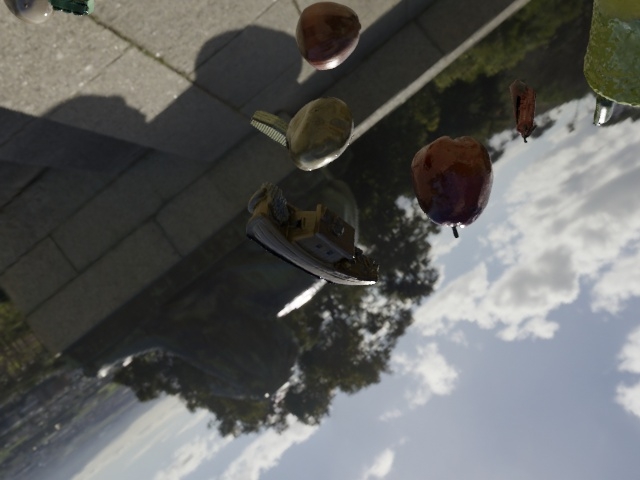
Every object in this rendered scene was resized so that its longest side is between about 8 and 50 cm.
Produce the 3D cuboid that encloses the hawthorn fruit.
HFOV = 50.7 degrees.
[{"bbox_3d":[0.348,-0.137,1.762,0.224,0.261,0.224,-2,175,0],"label":"hawthorn fruit"}]

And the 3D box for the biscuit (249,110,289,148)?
[{"bbox_3d":[-0.106,-0.332,2.151,0.052,0.252,0.150,-58,-173,-9],"label":"biscuit"}]

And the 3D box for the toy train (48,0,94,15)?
[{"bbox_3d":[-0.509,-0.484,1.378,0.053,0.083,0.033,-73,176,-55],"label":"toy train"}]

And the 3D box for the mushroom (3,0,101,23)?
[{"bbox_3d":[-0.715,-0.725,1.834,0.292,0.290,0.292,-171,-90,-78],"label":"mushroom"}]

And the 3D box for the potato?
[{"bbox_3d":[-0.009,-0.272,1.730,0.191,0.141,0.296,-63,-158,-1],"label":"potato"}]

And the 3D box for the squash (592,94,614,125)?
[{"bbox_3d":[0.794,-0.368,1.896,0.052,0.052,0.183,-38,158,1],"label":"squash"}]

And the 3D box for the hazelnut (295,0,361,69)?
[{"bbox_3d":[0.023,-0.621,2.026,0.214,0.214,0.176,-39,149,10],"label":"hazelnut"}]

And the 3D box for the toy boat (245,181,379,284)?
[{"bbox_3d":[0.000,0.000,1.255,0.121,0.321,0.089,-26,-134,36],"label":"toy boat"}]

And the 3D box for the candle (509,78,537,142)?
[{"bbox_3d":[0.612,-0.391,2.041,0.059,0.084,0.301,84,16,-44],"label":"candle"}]

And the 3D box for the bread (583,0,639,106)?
[{"bbox_3d":[0.326,-0.209,0.672,0.129,0.111,0.114,-38,142,-13],"label":"bread"}]
